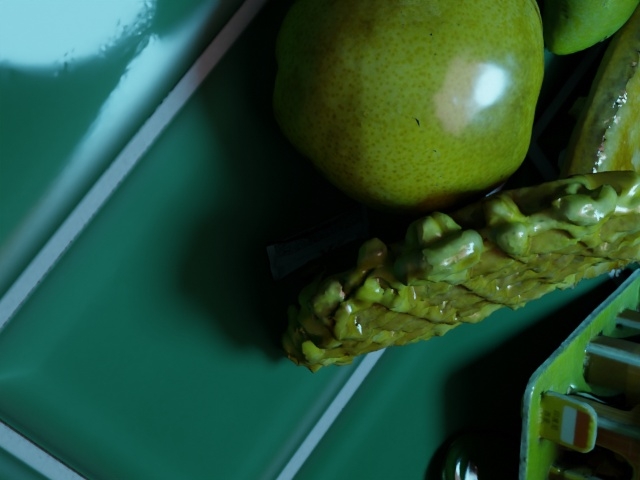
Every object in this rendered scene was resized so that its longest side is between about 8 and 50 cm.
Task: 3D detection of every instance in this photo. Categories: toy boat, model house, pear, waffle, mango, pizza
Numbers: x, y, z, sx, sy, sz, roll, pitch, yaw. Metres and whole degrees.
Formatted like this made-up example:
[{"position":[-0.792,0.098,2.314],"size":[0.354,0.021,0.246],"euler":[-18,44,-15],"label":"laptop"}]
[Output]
[{"position":[0.196,0.257,1.247],"size":[0.210,0.052,0.104],"euler":[27,72,-41],"label":"toy boat"},{"position":[0.393,0.143,1.147],"size":[0.300,0.323,0.340],"euler":[-32,129,-49],"label":"model house"},{"position":[0.063,-0.122,0.907],"size":[0.209,0.209,0.209],"euler":[-15,114,-35],"label":"pear"},{"position":[0.115,0.027,0.957],"size":[0.302,0.325,0.068],"euler":[-11,72,-27],"label":"waffle"},{"position":[0.239,-0.271,1.060],"size":[0.125,0.111,0.233],"euler":[-6,122,-26],"label":"mango"},{"position":[0.301,-0.092,1.182],"size":[0.223,0.089,0.323],"euler":[30,80,-52],"label":"pizza"}]

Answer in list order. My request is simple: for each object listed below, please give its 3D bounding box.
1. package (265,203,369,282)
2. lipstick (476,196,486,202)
[{"position":[0.000,0.000,1.017],"size":[0.110,0.015,0.037],"euler":[-24,120,-30],"label":"package"},{"position":[0.131,-0.152,1.045],"size":[0.057,0.057,0.357],"euler":[-8,110,-38],"label":"lipstick"}]
